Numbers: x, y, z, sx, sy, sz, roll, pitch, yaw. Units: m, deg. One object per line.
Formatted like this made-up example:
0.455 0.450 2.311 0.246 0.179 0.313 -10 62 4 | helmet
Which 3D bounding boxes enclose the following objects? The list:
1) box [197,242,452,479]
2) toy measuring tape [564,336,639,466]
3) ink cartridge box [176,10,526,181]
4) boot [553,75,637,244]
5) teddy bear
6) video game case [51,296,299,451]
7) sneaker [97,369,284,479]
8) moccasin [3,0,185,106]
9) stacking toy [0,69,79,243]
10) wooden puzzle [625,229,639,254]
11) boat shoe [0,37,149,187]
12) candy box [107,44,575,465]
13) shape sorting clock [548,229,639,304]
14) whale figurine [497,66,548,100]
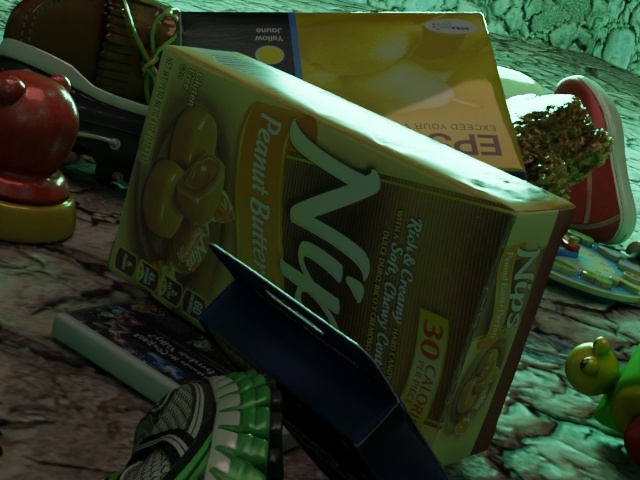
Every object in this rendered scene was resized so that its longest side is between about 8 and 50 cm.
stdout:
0.014 0.101 0.670 0.136 0.036 0.225 33 -18 43 | box
0.329 0.145 0.902 0.330 0.121 0.121 24 18 24 | toy measuring tape
0.023 -0.092 1.132 0.303 0.072 0.307 0 46 -8 | ink cartridge box
0.295 -0.115 1.592 0.176 0.088 0.244 7 59 -23 | boot
0.180 -0.067 1.406 0.245 0.113 0.338 0 22 30 | teddy bear
-0.065 0.088 0.891 0.190 0.022 0.173 27 19 30 | video game case
-0.090 0.139 0.518 0.146 0.134 0.343 5 11 2 | sneaker
-0.185 -0.203 1.427 0.147 0.139 0.380 20 6 42 | moccasin
-0.349 -0.082 0.979 0.279 0.130 0.309 19 17 8 | stacking toy
0.521 0.028 1.605 0.238 0.044 0.221 17 17 18 | wooden puzzle
-0.201 -0.098 1.243 0.302 0.091 0.114 25 -6 12 | boat shoe
0.000 0.000 0.873 0.316 0.183 0.087 29 21 34 | candy box
0.280 0.016 1.408 0.206 0.040 0.206 15 17 -5 | shape sorting clock
0.220 -0.126 1.705 0.216 0.141 0.272 12 41 2 | whale figurine
